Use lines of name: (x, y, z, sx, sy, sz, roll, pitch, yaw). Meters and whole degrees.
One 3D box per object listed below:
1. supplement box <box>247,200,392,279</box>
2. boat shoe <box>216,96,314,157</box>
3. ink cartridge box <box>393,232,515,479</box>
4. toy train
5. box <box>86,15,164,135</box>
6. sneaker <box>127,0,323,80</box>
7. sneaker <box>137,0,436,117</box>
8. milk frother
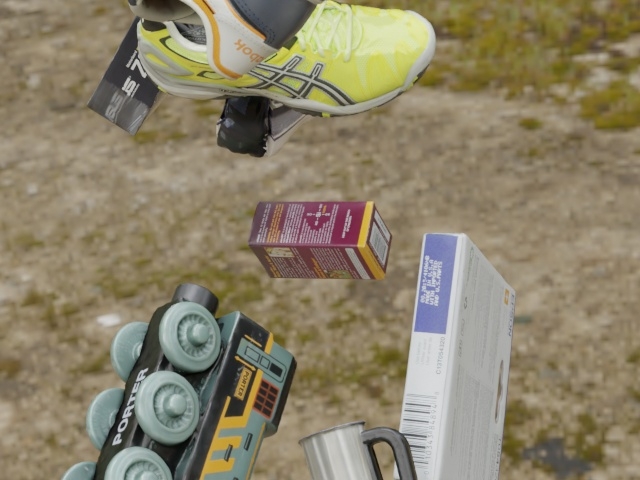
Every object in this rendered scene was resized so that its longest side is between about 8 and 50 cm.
supplement box: (0.000, 0.000, 2.099, 0.188, 0.104, 0.081, 1, 60, 22)
boat shoe: (-0.048, -0.257, 2.055, 0.127, 0.158, 0.340, 17, 32, 7)
ink cartridge box: (0.189, 0.185, 1.919, 0.071, 0.324, 0.330, 3, -14, 19)
toy train: (-0.145, 0.211, 1.488, 0.142, 0.190, 0.334, -24, 39, 46)
box: (-0.183, -0.369, 2.119, 0.097, 0.318, 0.395, 31, 31, -4)
sneaker: (-0.136, -0.257, 1.103, 0.321, 0.127, 0.126, 46, 15, 23)
sneaker: (-0.046, -0.246, 1.778, 0.385, 0.145, 0.147, -2, -18, 4)
milk frother: (0.053, 0.287, 1.666, 0.129, 0.134, 0.143, -15, -14, -4)
